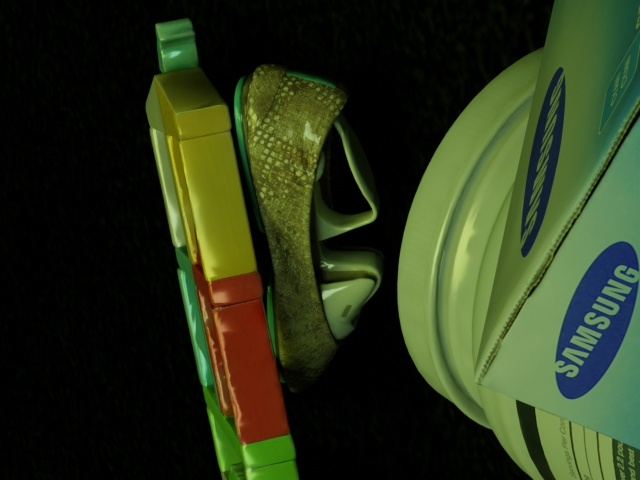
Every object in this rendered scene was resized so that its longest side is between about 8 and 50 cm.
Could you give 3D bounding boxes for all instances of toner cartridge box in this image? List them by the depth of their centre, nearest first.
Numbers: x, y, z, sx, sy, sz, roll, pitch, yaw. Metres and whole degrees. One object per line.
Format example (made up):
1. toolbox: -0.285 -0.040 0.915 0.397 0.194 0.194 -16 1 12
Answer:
1. toner cartridge box: 0.136 -0.111 0.589 0.075 0.348 0.165 21 132 -3

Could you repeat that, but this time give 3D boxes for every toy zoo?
1. toy zoo: -0.059 0.021 1.051 0.192 0.030 0.293 -148 47 -78

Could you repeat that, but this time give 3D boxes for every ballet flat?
1. ballet flat: 0.000 0.000 1.000 0.067 0.073 0.206 1 127 13

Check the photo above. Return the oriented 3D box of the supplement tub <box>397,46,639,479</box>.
1. supplement tub: 0.180 0.040 0.686 0.272 0.191 0.191 28 125 44
